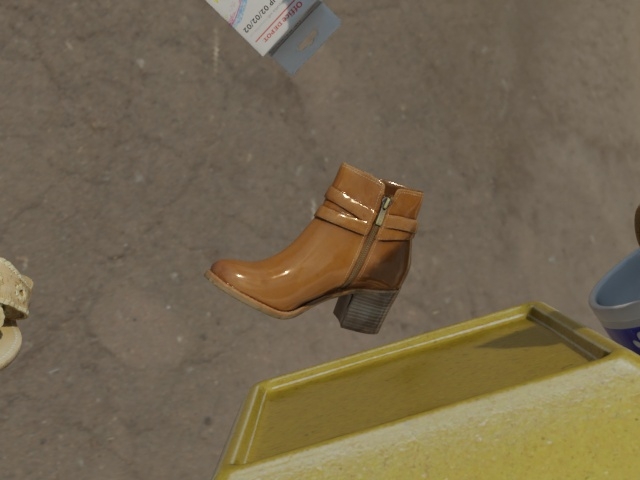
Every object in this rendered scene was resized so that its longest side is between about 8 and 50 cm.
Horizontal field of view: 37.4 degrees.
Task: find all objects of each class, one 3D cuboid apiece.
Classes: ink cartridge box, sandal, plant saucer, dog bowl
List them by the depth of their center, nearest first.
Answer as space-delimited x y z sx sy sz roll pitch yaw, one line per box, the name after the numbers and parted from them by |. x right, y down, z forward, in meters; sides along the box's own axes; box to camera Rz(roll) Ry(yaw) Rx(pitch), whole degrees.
0.067 0.122 0.622 0.333 0.333 0.080 -80 153 -87 | plant saucer
-0.323 0.048 0.916 0.088 0.240 0.079 9 103 -10 | sandal
0.464 0.051 1.132 0.265 0.265 0.104 -36 94 -47 | dog bowl
-0.072 -0.309 1.218 0.181 0.104 0.061 44 12 -3 | ink cartridge box

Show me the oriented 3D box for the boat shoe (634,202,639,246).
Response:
0.364 -0.001 0.945 0.170 0.063 0.059 48 54 -36 | boat shoe

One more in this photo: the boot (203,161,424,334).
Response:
0.000 0.000 1.287 0.284 0.109 0.220 15 103 -17 | boot
